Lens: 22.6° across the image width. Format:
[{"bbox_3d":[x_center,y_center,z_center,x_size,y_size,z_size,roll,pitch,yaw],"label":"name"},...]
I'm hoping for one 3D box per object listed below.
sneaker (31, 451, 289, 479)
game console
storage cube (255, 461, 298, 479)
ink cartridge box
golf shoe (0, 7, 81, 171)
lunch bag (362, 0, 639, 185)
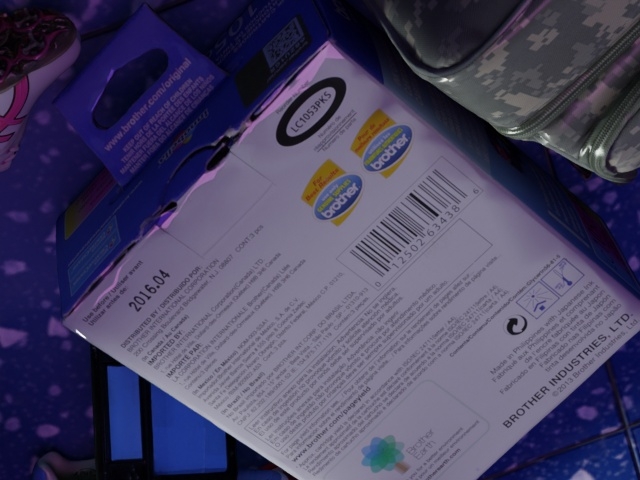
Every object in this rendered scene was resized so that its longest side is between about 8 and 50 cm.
[{"bbox_3d":[-0.128,0.200,1.243,0.211,0.080,0.081,-7,114,6],"label":"sneaker"},{"bbox_3d":[-0.116,0.126,1.188,0.071,0.107,0.122,-6,82,18],"label":"game console"},{"bbox_3d":[-0.047,0.333,1.288,0.215,0.184,0.193,-30,122,7],"label":"storage cube"},{"bbox_3d":[0.000,0.000,1.119,0.395,0.151,0.270,37,107,-28],"label":"ink cartridge box"},{"bbox_3d":[-0.228,-0.088,1.080,0.186,0.067,0.086,-32,137,17],"label":"golf shoe"},{"bbox_3d":[0.208,-0.196,1.021,0.256,0.212,0.305,27,114,-42],"label":"lunch bag"}]
